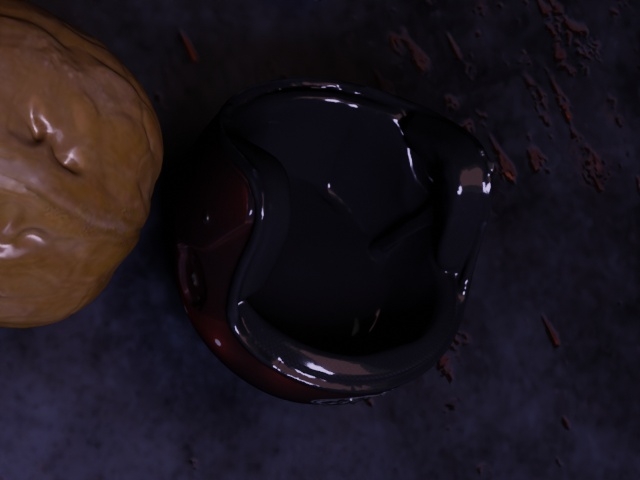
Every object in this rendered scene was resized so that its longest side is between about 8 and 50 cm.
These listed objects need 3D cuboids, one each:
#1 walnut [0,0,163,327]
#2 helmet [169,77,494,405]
[{"bbox_3d":[-0.202,-0.051,1.101,0.225,0.193,0.193,16,73,-32],"label":"walnut"},{"bbox_3d":[0.000,0.000,1.202,0.189,0.193,0.216,-6,73,-28],"label":"helmet"}]
